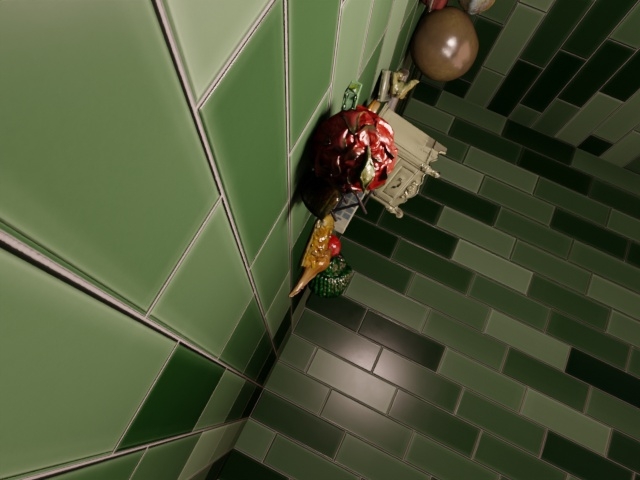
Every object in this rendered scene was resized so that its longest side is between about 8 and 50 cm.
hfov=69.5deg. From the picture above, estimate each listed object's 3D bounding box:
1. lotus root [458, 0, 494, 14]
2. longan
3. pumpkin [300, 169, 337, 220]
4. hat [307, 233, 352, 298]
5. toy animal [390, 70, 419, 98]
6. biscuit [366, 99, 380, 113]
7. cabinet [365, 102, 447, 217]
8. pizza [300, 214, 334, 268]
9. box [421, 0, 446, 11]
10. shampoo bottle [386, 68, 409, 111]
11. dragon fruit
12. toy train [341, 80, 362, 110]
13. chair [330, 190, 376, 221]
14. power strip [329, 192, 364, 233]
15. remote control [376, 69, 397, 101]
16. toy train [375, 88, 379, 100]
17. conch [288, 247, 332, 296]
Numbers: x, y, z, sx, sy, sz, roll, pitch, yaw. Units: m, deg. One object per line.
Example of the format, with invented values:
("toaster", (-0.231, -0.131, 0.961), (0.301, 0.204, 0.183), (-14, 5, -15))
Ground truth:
("lotus root", (0.597, -0.993, 1.700), (0.140, 0.158, 0.322), (-61, 163, -22))
("longan", (0.591, -0.937, 2.195), (0.361, 0.361, 0.361), (-63, 174, -12))
("pumpkin", (-0.001, -0.143, 1.290), (0.119, 0.107, 0.183), (-59, -175, 25))
("hat", (0.060, 0.125, 2.470), (0.274, 0.242, 0.332), (-82, 180, -65))
("toy animal", (0.332, -0.626, 1.888), (0.101, 0.103, 0.219), (-64, 175, 26))
("biscuit", (0.159, -0.446, 1.724), (0.170, 0.050, 0.170), (-58, -179, 1))
("cabinet", (0.286, -0.310, 1.849), (0.290, 0.318, 0.227), (-53, -175, 46))
("pizza", (0.012, -0.032, 2.041), (0.258, 0.087, 0.268), (-61, 172, -57))
("box", (0.517, -1.095, 1.823), (0.404, 0.108, 0.263), (-61, 174, -31))
("shampoo bottle", (0.387, -0.759, 2.359), (0.227, 0.056, 0.086), (109, 8, -47))
("dragon fruit", (0.073, -0.240, 1.199), (0.234, 0.233, 0.293), (-66, -150, 15))
("toy train", (0.089, -0.407, 1.317), (0.093, 0.038, 0.056), (103, 8, -64))
("chair", (0.068, -0.215, 1.516), (0.260, 0.141, 0.154), (62, 33, -23))
("power strip", (0.128, -0.163, 2.355), (0.367, 0.106, 0.043), (-59, 174, -45))
("remote control", (0.269, -0.623, 1.861), (0.285, 0.038, 0.123), (-49, 149, -68))
("toy train", (0.241, -0.600, 1.932), (0.017, 0.017, 0.083), (-60, 173, -27))
("conch", (-0.052, 0.146, 2.252), (0.330, 0.093, 0.109), (-41, -175, -18))
